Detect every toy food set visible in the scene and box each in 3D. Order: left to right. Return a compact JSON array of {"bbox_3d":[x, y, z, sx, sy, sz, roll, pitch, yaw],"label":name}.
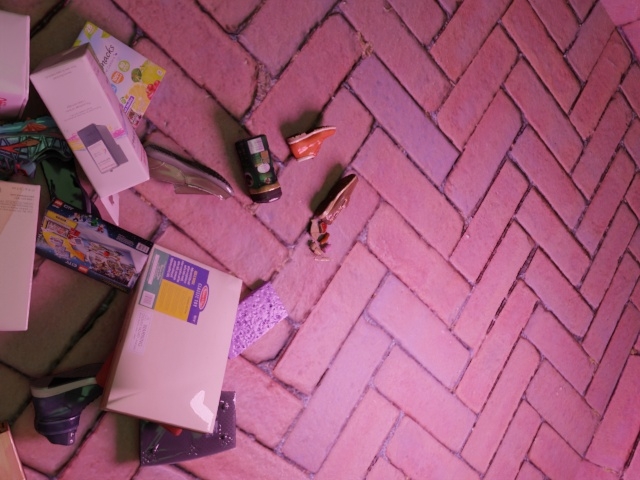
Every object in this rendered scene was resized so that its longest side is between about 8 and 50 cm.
[{"bbox_3d":[0.000,0.000,1.726,0.078,0.019,0.122,4,81,-31],"label":"toy food set"}]

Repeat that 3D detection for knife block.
[{"bbox_3d":[-0.679,0.576,1.291,0.242,0.088,0.275,34,74,-28],"label":"knife block"}]

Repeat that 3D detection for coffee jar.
[{"bbox_3d":[-0.166,-0.191,1.575,0.079,0.096,0.184,-20,102,-26],"label":"coffee jar"}]

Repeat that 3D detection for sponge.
[{"bbox_3d":[-0.198,0.220,1.603,0.210,0.031,0.117,-37,109,-24],"label":"sponge"}]

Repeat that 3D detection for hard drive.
[{"bbox_3d":[-0.346,0.481,1.507,0.255,0.054,0.171,-1,91,-31],"label":"hard drive"}]

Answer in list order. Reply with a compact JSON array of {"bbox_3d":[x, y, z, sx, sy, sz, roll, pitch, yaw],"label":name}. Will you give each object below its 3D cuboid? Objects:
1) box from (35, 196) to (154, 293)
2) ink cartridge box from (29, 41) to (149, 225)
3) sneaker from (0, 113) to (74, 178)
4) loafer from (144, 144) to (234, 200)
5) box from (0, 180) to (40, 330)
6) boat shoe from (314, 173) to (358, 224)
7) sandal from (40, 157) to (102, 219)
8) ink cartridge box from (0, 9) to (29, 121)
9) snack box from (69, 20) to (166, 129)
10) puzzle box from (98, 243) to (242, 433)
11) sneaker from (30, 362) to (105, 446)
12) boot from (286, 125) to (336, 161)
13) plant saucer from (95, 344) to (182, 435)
[{"bbox_3d":[-0.514,0.017,1.310,0.233,0.159,0.044,27,41,-15],"label":"box"},{"bbox_3d":[-0.477,-0.233,1.272,0.119,0.207,0.353,-24,121,-7],"label":"ink cartridge box"},{"bbox_3d":[-0.665,-0.190,1.253,0.262,0.104,0.125,-19,93,-19],"label":"sneaker"},{"bbox_3d":[-0.342,-0.159,1.486,0.251,0.094,0.087,25,103,-20],"label":"loafer"},{"bbox_3d":[-0.684,0.031,1.243,0.121,0.148,0.310,6,87,-30],"label":"box"},{"bbox_3d":[0.056,-0.123,1.733,0.060,0.064,0.178,45,76,-29],"label":"boat shoe"},{"bbox_3d":[-0.587,-0.106,1.349,0.097,0.054,0.254,-27,105,-28],"label":"sandal"},{"bbox_3d":[-0.778,-0.351,1.095,0.395,0.285,0.166,3,89,-31],"label":"ink cartridge box"},{"bbox_3d":[-0.505,-0.385,1.383,0.207,0.070,0.174,29,78,-27],"label":"snack box"},{"bbox_3d":[-0.348,0.238,1.414,0.272,0.052,0.408,27,56,-31],"label":"puzzle box"},{"bbox_3d":[-0.558,0.386,1.365,0.226,0.086,0.163,-7,104,-39],"label":"sneaker"},{"bbox_3d":[-0.017,-0.285,1.689,0.158,0.059,0.084,-25,107,-19],"label":"boot"},{"bbox_3d":[-0.378,0.304,1.436,0.259,0.048,0.258,44,48,-23],"label":"plant saucer"}]
